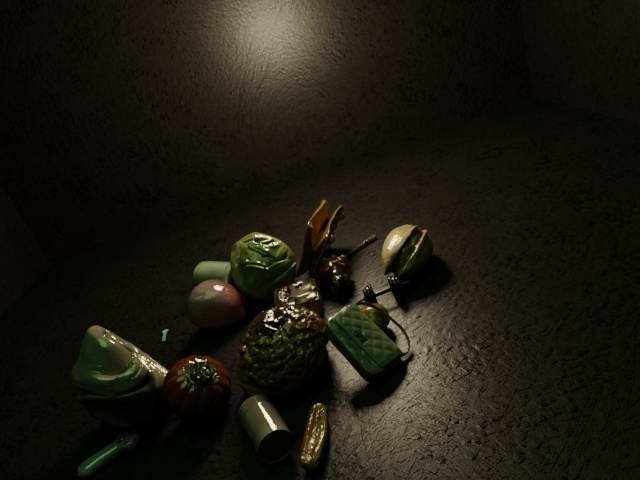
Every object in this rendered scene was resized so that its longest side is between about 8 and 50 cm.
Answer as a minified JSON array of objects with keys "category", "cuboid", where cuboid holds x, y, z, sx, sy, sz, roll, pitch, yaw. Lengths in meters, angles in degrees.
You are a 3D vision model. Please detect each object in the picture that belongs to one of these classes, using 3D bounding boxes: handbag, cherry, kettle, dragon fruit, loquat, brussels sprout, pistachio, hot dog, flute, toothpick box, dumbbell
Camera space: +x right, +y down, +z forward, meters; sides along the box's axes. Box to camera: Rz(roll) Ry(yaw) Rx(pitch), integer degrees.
[{"category":"handbag","cuboid":[0.000,0.000,2.260,0.133,0.283,0.401,21,26,3]},{"category":"cherry","cuboid":[-0.442,0.268,2.086,0.239,0.206,0.239,-19,10,4]},{"category":"kettle","cuboid":[-0.486,0.199,2.343,0.255,0.165,0.240,1,33,34]},{"category":"dragon fruit","cuboid":[0.067,0.146,2.032,0.135,0.137,0.236,-20,28,1]},{"category":"handbag","cuboid":[0.158,0.301,1.554,0.219,0.079,0.256,-31,62,-30]},{"category":"loquat","cuboid":[0.173,0.277,1.688,0.137,0.113,0.137,-28,23,13]},{"category":"brussels sprout","cuboid":[-0.248,0.117,2.183,0.327,0.247,0.328,2,52,-3]},{"category":"pistachio","cuboid":[0.343,0.047,1.971,0.193,0.214,0.318,31,42,13]},{"category":"hot dog","cuboid":[-0.013,0.539,1.334,0.066,0.047,0.216,-1,25,7]},{"category":"flute","cuboid":[0.183,0.033,2.332,0.233,0.027,0.027,-31,25,-26]},{"category":"toothpick box","cuboid":[-0.158,0.532,1.386,0.111,0.111,0.180,-28,25,-17]},{"category":"dumbbell","cuboid":[0.237,0.193,1.834,0.208,0.099,0.099,-21,23,2]}]

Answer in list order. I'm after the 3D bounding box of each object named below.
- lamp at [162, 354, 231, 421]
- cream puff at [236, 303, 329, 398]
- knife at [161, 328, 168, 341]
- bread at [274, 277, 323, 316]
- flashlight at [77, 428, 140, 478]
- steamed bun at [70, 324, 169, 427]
[{"category":"lamp","cuboid":[-0.401,0.481,1.592,0.223,0.197,0.223,14,35,-11]},{"category":"cream puff","cuboid":[-0.137,0.351,1.623,0.342,0.231,0.327,-24,26,-8]},{"category":"knife","cuboid":[-0.701,0.429,2.191,0.027,0.010,0.096,-20,25,-3]},{"category":"bread","cuboid":[-0.091,0.244,1.977,0.192,0.110,0.210,-18,23,2]},{"category":"flashlight","cuboid":[-0.680,0.680,1.562,0.200,0.048,0.093,-32,25,-28]},{"category":"steamed bun","cuboid":[-0.680,0.493,1.657,0.342,0.368,0.255,29,74,27]}]
